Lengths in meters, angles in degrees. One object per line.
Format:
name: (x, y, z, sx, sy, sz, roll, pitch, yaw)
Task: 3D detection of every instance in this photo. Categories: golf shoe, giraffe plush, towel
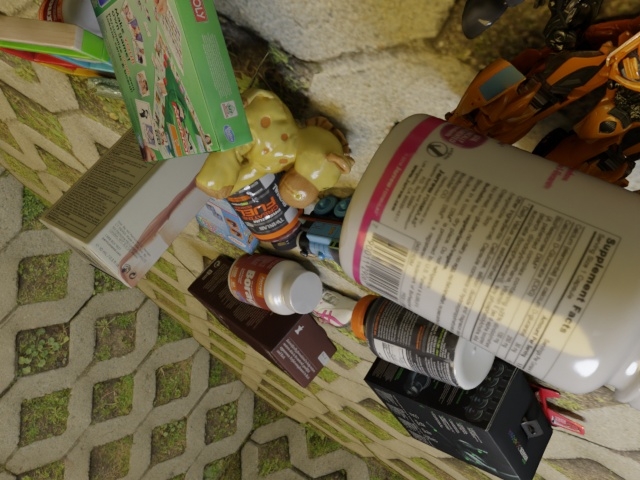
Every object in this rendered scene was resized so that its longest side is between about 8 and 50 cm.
golf shoe: (0.022, 0.145, 1.250, 0.086, 0.067, 0.186, 47, 156, -20)
giraffe plush: (-0.046, -0.118, 0.768, 0.170, 0.181, 0.210, 30, 124, -9)
towel: (-0.293, -0.234, 0.901, 0.148, 0.027, 0.110, 7, -172, -26)

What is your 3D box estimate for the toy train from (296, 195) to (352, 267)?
toy train: (0.036, -0.010, 0.882, 0.184, 0.105, 0.080, 11, 146, 45)

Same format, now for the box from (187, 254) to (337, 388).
box: (-0.155, 0.200, 1.458, 0.381, 0.143, 0.191, 24, 156, 43)

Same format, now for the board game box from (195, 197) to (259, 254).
board game box: (-0.218, -0.066, 1.223, 0.160, 0.039, 0.211, 29, 156, 17)

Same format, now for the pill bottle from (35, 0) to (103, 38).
pill bottle: (-0.376, -0.336, 0.867, 0.152, 0.086, 0.086, 12, 147, 44)

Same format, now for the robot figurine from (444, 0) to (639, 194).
robot figurine: (0.226, -0.103, 0.458, 0.211, 0.085, 0.291, 39, 157, -7)

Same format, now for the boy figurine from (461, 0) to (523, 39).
boy figurine: (0.049, -0.277, 0.372, 0.285, 0.092, 0.177, 40, 160, -16)

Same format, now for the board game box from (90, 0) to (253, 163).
board game box: (-0.192, -0.251, 0.641, 0.213, 0.046, 0.317, 4, 114, 51)

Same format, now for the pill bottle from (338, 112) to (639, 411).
pill bottle: (0.172, 0.019, 0.454, 0.283, 0.160, 0.160, 27, 156, 21)

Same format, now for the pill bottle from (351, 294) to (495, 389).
pill bottle: (0.168, 0.161, 0.991, 0.246, 0.130, 0.130, 12, 147, 45)

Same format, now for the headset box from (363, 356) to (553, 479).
headset box: (0.267, 0.313, 1.060, 0.283, 0.131, 0.246, 10, 146, 46)

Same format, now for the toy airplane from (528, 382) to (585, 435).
toy airplane: (0.413, 0.308, 1.056, 0.151, 0.028, 0.151, 29, 155, 15)

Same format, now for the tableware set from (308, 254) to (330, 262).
tableware set: (0.000, 0.000, 1.065, 0.154, 0.024, 0.104, 9, 142, 50)

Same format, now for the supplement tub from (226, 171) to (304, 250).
supplement tub: (-0.094, -0.069, 0.957, 0.106, 0.106, 0.198, 15, 150, 41)

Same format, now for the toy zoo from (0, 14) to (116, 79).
toy zoo: (-0.345, -0.266, 0.829, 0.192, 0.030, 0.293, 11, -174, 12)

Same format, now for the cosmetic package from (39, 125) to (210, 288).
cosmetic package: (-0.298, -0.086, 0.967, 0.153, 0.296, 0.129, 22, 154, 35)

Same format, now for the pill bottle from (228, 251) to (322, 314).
pill bottle: (-0.101, 0.097, 1.265, 0.216, 0.121, 0.121, 9, 145, 47)
